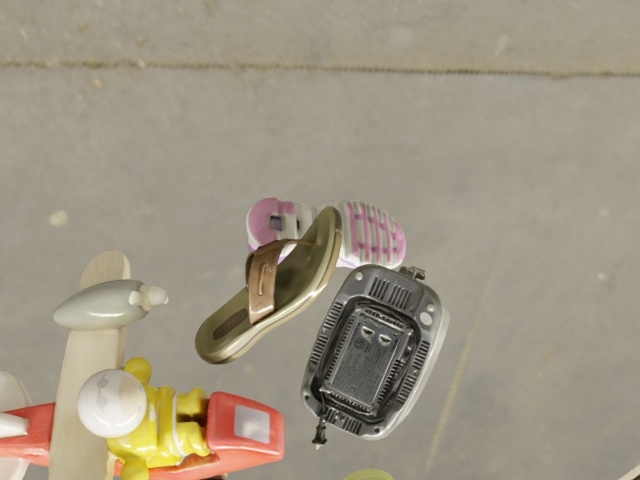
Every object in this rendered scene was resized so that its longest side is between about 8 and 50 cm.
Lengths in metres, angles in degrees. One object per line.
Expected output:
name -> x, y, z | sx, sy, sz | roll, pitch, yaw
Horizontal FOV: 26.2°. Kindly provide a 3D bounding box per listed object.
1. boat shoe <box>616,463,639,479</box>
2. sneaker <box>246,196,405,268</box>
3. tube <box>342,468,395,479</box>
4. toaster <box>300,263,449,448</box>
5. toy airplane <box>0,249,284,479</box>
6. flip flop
boat shoe -> 0.427, 0.364, 1.809 | 0.324, 0.096, 0.117 | -45, 138, 16
sneaker -> 0.000, 0.000, 1.916 | 0.237, 0.095, 0.104 | 7, 157, -17
tube -> 0.062, 0.277, 1.110 | 0.070, 0.240, 0.062 | -6, 118, -12
toaster -> 0.066, 0.136, 1.591 | 0.226, 0.129, 0.146 | -68, 166, 3
toy airplane -> -0.290, 0.237, 1.794 | 0.384, 0.386, 0.272 | -39, 163, -20
flip flop -> -0.076, 0.056, 1.788 | 0.277, 0.112, 0.080 | -39, 122, 22
